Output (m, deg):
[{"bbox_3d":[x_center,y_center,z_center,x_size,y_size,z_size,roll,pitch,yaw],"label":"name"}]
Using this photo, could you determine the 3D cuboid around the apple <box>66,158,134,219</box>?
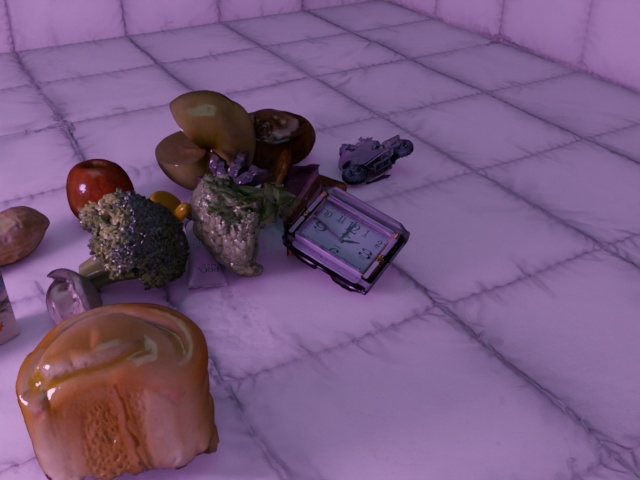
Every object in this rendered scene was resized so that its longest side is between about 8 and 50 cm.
[{"bbox_3d":[-0.580,-0.128,1.865,0.181,0.168,0.181,-2,26,1],"label":"apple"}]

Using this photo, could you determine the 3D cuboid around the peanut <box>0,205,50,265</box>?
[{"bbox_3d":[-0.793,0.005,1.686,0.149,0.149,0.313,24,39,34],"label":"peanut"}]

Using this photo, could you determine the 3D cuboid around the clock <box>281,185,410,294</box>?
[{"bbox_3d":[0.057,-0.003,1.641,0.253,0.083,0.186,32,64,19],"label":"clock"}]

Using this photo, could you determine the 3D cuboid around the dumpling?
[{"bbox_3d":[-0.529,0.120,1.496,0.118,0.136,0.199,-36,35,-32],"label":"dumpling"}]

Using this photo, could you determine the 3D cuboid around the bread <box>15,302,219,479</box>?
[{"bbox_3d":[-0.337,0.242,1.185,0.316,0.270,0.211,-11,18,-6],"label":"bread"}]

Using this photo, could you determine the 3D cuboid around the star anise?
[{"bbox_3d":[-0.254,-0.131,1.855,0.262,0.230,0.081,-26,-9,7],"label":"star anise"}]

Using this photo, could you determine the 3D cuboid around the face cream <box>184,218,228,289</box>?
[{"bbox_3d":[-0.287,0.036,1.704,0.092,0.058,0.243,-5,38,-16],"label":"face cream"}]

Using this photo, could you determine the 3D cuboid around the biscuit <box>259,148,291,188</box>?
[{"bbox_3d":[-0.126,-0.162,1.916,0.027,0.188,0.188,27,27,-16],"label":"biscuit"}]

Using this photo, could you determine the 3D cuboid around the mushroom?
[{"bbox_3d":[-0.142,-0.317,2.174,0.253,0.153,0.253,5,37,-4],"label":"mushroom"}]

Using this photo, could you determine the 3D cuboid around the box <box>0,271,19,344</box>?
[{"bbox_3d":[-0.708,0.115,1.383,0.069,0.256,0.164,19,37,30],"label":"box"}]

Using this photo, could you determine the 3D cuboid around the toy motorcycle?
[{"bbox_3d":[0.138,-0.263,2.125,0.239,0.108,0.204,-17,35,-25],"label":"toy motorcycle"}]

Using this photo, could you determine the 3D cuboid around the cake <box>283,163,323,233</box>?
[{"bbox_3d":[-0.071,-0.110,1.879,0.113,0.116,0.295,3,28,9],"label":"cake"}]

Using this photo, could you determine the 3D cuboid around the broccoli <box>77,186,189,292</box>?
[{"bbox_3d":[-0.423,-0.001,1.592,0.260,0.288,0.235,-3,74,18],"label":"broccoli"}]

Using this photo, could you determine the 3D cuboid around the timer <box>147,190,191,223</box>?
[{"bbox_3d":[-0.399,-0.084,1.843,0.107,0.109,0.107,31,37,-27],"label":"timer"}]

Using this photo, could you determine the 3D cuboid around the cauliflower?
[{"bbox_3d":[-0.169,-0.063,1.639,0.250,0.272,0.275,-27,49,3],"label":"cauliflower"}]

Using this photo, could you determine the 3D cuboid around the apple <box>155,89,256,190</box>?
[{"bbox_3d":[-0.328,-0.283,2.000,0.292,0.292,0.254,-5,29,-8],"label":"apple"}]

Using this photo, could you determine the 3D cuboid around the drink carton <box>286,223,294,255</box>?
[{"bbox_3d":[0.000,0.000,1.737,0.166,0.071,0.056,2,34,2],"label":"drink carton"}]

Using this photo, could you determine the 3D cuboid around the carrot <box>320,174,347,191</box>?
[{"bbox_3d":[0.002,-0.175,2.055,0.190,0.037,0.037,25,40,38],"label":"carrot"}]
